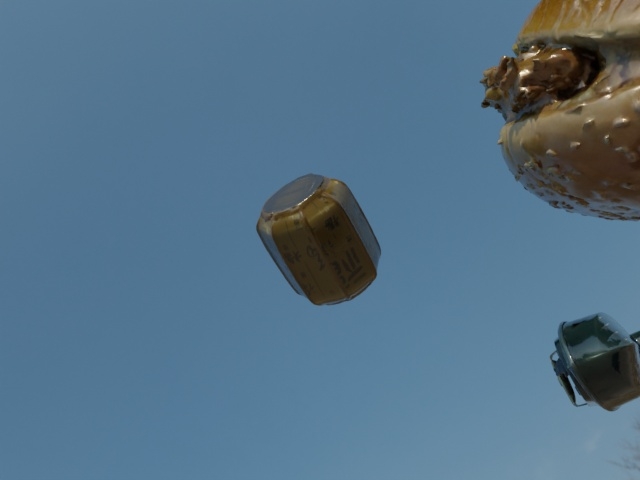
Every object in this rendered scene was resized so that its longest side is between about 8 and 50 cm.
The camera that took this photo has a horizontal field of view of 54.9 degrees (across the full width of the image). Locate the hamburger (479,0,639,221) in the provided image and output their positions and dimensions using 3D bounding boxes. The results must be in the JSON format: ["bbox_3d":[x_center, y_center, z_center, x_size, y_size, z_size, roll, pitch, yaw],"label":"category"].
[{"bbox_3d":[0.355,-0.175,0.825,0.445,0.287,0.268,0,-77,-75],"label":"hamburger"}]

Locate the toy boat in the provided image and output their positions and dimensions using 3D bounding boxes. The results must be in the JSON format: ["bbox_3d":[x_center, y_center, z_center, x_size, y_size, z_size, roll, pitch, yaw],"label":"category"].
[{"bbox_3d":[0.269,0.121,0.606,0.103,0.092,0.246,-31,-23,22],"label":"toy boat"}]

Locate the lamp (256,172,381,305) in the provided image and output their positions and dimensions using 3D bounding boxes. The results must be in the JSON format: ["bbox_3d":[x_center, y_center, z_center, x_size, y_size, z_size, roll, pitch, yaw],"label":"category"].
[{"bbox_3d":[0.000,0.000,0.947,0.161,0.161,0.185,-33,-66,-5],"label":"lamp"}]
